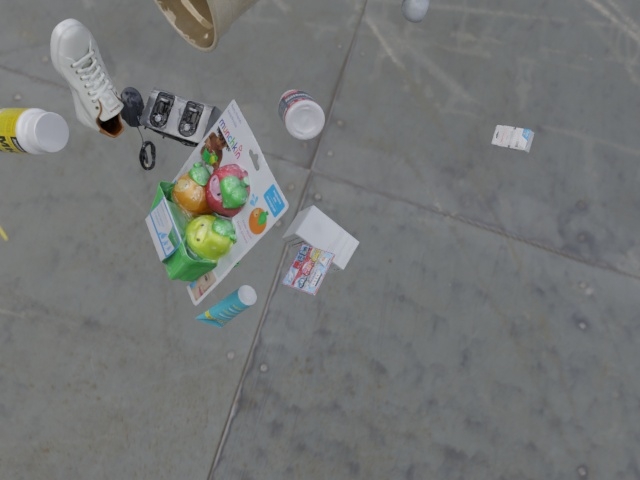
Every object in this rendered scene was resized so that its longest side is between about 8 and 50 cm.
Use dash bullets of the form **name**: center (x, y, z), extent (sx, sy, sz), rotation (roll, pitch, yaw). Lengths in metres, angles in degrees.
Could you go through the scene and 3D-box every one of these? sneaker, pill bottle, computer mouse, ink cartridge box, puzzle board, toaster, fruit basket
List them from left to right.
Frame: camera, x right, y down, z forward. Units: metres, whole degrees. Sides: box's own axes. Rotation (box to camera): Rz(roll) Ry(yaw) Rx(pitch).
- **pill bottle**: center (-0.748, -0.279, 1.669), extent (0.208, 0.119, 0.119), rotation (7, 47, 32)
- **sneaker**: center (-0.483, -0.342, 1.415), extent (0.123, 0.290, 0.106), rotation (32, 62, 18)
- **computer mouse**: center (-0.511, -0.314, 1.858), extent (0.071, 0.242, 0.041), rotation (-30, 30, -33)
- **toaster**: center (-0.338, -0.298, 1.651), extent (0.167, 0.185, 0.110), rotation (19, 91, 6)
- **fruit basket**: center (-0.244, -0.084, 1.457), extent (0.165, 0.353, 0.327), rotation (4, 49, -44)
- **pill bottle**: center (-0.059, -0.352, 1.793), extent (0.107, 0.108, 0.180), rotation (-1, 26, -15)
- **puzzle board**: center (-0.031, 0.072, 1.685), extent (0.096, 0.011, 0.128), rotation (17, 63, 21)
- **ink cartridge box**: center (0.438, -0.232, 1.491), extent (0.083, 0.048, 0.028), rotation (20, 6, 39)

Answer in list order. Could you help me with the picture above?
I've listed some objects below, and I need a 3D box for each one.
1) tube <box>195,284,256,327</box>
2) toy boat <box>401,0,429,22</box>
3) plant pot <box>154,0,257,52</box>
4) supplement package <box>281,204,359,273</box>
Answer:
- **tube**: center (-0.235, 0.173, 1.646), extent (0.080, 0.207, 0.052), rotation (27, 51, -24)
- **toy boat**: center (0.172, -0.625, 1.383), extent (0.267, 0.318, 0.148), rotation (-7, 51, 25)
- **plant pot**: center (-0.231, -0.674, 1.551), extent (0.305, 0.334, 0.334), rotation (-39, 72, -18)
- **supplement package**: center (0.000, 0.000, 1.883), extent (0.179, 0.105, 0.105), rotation (39, 67, -15)
